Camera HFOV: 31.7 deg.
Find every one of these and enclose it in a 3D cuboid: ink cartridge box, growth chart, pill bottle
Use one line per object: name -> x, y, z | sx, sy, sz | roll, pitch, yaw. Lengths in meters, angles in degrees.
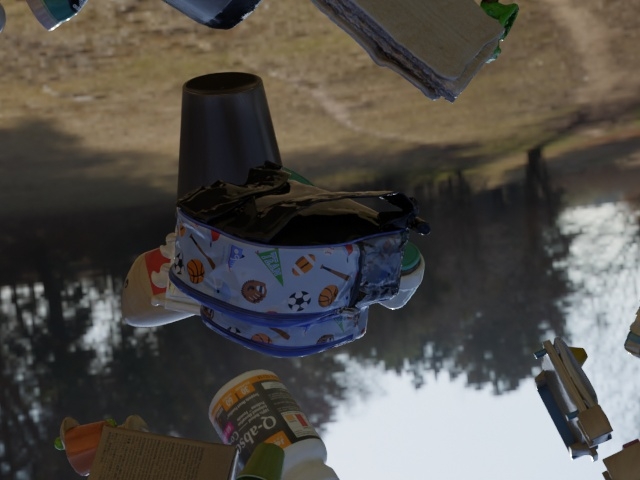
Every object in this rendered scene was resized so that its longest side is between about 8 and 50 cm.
ink cartridge box -> -0.227, 0.382, 1.518 | 0.193, 0.234, 0.088 | 10, 145, 3
growth chart -> -0.179, 0.018, 1.882 | 0.172, 0.237, 0.021 | 20, 168, -6
pill bottle -> -0.086, 0.395, 2.163 | 0.162, 0.162, 0.278 | -6, -137, -38

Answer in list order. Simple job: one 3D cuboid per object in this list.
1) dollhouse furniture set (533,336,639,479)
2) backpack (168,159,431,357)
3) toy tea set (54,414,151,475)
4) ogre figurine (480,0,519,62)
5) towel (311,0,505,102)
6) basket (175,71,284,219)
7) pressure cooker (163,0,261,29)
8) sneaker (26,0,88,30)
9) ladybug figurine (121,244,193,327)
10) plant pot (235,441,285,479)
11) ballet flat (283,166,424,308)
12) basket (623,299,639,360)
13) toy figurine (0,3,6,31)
dollhouse furniture set -> 0.449, 0.229, 1.640 | 0.198, 0.303, 0.286 | -24, 149, 0
backpack -> -0.054, 0.021, 1.386 | 0.277, 0.213, 0.263 | 16, -169, 36
toy tea set -> -0.309, 0.396, 1.747 | 0.124, 0.336, 0.200 | -22, -160, 12
ogre figurine -> 0.240, -0.375, 1.674 | 0.118, 0.197, 0.097 | 25, -141, 27
towel -> 0.084, -0.291, 1.346 | 0.049, 0.282, 0.187 | -48, 180, 43
basket -> -0.149, -0.146, 1.818 | 0.204, 0.226, 0.154 | 4, -155, 17
pressure cooker -> -0.221, -0.537, 1.574 | 0.420, 0.369, 0.375 | 30, 130, -20
sneaker -> -0.532, -0.555, 2.156 | 0.121, 0.302, 0.108 | -28, 172, 9
ladybug figurine -> -0.232, 0.059, 2.468 | 0.450, 0.161, 0.305 | -18, -179, -2
plant pot -> -0.092, 0.372, 1.827 | 0.083, 0.083, 0.079 | -6, -138, 27
ballet flat -> 0.000, 0.000, 1.954 | 0.400, 0.139, 0.139 | 30, -163, 25
basket -> 0.651, 0.110, 1.840 | 0.255, 0.289, 0.201 | 37, -171, 40
toy figurine -> -0.552, -0.323, 1.500 | 0.148, 0.209, 0.213 | -34, 176, 31
